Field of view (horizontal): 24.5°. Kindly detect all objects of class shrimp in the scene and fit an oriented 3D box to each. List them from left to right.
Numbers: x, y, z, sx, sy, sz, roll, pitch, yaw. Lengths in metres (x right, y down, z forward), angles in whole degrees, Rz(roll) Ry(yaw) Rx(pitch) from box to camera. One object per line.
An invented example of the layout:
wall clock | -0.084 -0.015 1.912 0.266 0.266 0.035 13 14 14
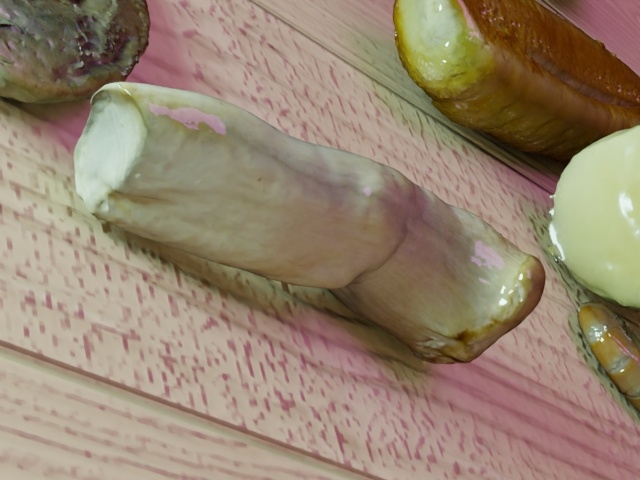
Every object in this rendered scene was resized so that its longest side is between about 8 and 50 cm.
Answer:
shrimp | 0.162 0.069 0.713 0.108 0.023 0.059 47 17 -12

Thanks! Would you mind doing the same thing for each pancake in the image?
pancake | -0.113 -0.106 0.476 0.158 0.028 0.158 40 29 -29

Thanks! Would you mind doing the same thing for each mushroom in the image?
mushroom | 0.002 -0.003 0.491 0.202 0.059 0.054 25 19 -44

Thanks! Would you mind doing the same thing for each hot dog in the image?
hot dog | 0.123 -0.079 0.793 0.286 0.061 0.088 19 44 -51

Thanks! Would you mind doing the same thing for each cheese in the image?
cheese | 0.204 -0.002 0.767 0.123 0.094 0.167 16 2 37
